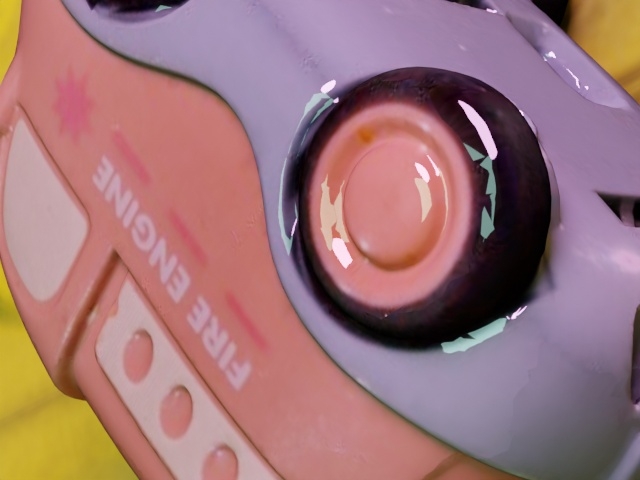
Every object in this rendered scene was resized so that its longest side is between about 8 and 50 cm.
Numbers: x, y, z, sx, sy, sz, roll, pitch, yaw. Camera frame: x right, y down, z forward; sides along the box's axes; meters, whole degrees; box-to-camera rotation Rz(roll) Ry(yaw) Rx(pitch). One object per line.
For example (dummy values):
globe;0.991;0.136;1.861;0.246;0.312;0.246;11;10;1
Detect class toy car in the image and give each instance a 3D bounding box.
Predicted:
toy car;0.000;0.000;0.470;0.212;0.180;0.270;-52;58;27
